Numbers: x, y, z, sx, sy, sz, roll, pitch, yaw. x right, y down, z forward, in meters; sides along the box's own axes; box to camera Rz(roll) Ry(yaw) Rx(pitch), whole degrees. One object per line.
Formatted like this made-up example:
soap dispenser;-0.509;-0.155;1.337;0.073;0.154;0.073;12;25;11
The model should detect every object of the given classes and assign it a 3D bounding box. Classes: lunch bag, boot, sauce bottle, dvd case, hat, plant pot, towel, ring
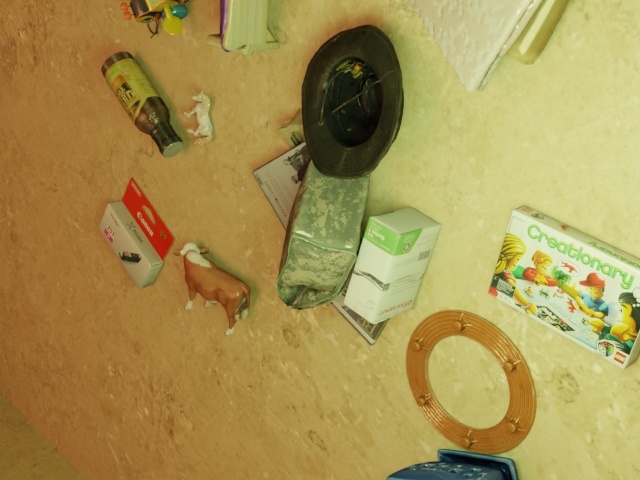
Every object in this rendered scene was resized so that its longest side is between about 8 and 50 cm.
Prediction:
lunch bag;0.000;0.000;1.800;0.169;0.235;0.287;16;144;-4
boot;0.358;-0.487;1.402;0.236;0.089;0.269;55;139;26
sauce bottle;-0.507;-0.390;2.291;0.344;0.111;0.111;54;134;18
dvd case;-0.051;-0.134;1.952;0.239;0.030;0.179;-23;99;47
hat;0.097;-0.283;1.701;0.331;0.134;0.331;-8;79;46
dvd case;0.112;0.124;1.908;0.164;0.018;0.221;45;131;25
plant pot;0.310;0.587;1.725;0.236;0.212;0.235;-7;99;46
towel;0.274;-0.485;1.424;0.331;0.054;0.317;65;151;26
ring;0.318;0.317;1.757;0.337;0.032;0.336;18;116;42

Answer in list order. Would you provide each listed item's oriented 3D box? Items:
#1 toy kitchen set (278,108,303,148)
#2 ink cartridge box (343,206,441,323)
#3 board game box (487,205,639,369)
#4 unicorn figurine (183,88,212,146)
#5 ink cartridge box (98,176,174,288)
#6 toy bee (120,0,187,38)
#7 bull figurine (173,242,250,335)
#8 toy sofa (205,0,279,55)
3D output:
toy kitchen set;-0.040;-0.269;1.918;0.083;0.068;0.075;-5;133;37
ink cartridge box;0.154;0.053;1.723;0.093;0.160;0.219;33;119;32
board game box;0.476;0.083;1.500;0.305;0.053;0.192;31;123;35
unicorn figurine;-0.330;-0.342;2.175;0.111;0.060;0.161;-3;118;45
ink cartridge box;-0.591;-0.023;2.540;0.275;0.060;0.239;52;135;19
toy bee;-0.433;-0.616;2.103;0.195;0.162;0.298;53;134;16
bull figurine;-0.316;0.133;2.287;0.310;0.101;0.188;29;127;38
toy sofa;-0.195;-0.624;1.848;0.150;0.177;0.362;25;121;37
